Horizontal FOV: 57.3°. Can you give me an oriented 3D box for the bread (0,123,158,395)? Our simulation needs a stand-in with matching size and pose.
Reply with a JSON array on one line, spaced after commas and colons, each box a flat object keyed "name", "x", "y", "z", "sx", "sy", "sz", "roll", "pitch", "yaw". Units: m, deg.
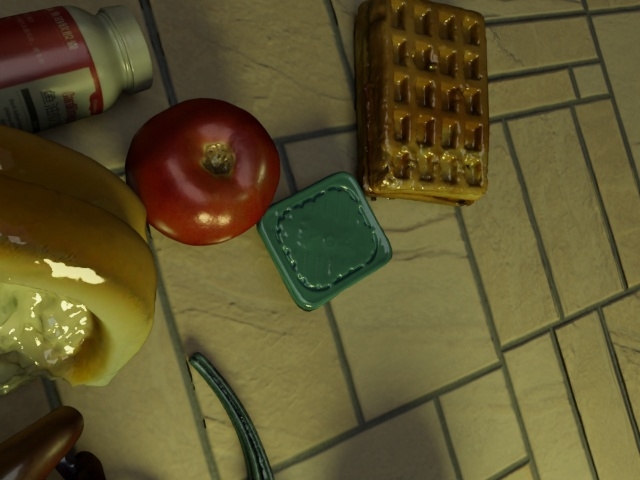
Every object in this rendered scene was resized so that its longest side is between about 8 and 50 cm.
[{"name": "bread", "x": -0.384, "y": 0.033, "z": 0.586, "sx": 0.424, "sy": 0.245, "sz": 0.328, "roll": 1, "pitch": 124, "yaw": -17}]

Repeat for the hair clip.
[{"name": "hair clip", "x": -0.105, "y": 0.273, "z": 0.780, "sx": 0.083, "sy": 0.048, "sz": 0.275, "roll": -20, "pitch": 86, "yaw": -25}]

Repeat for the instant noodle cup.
[{"name": "instant noodle cup", "x": 0.000, "y": 0.000, "z": 0.851, "sx": 0.179, "sy": 0.070, "sz": 0.157, "roll": -29, "pitch": 94, "yaw": -26}]

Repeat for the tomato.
[{"name": "tomato", "x": -0.151, "y": -0.086, "z": 0.753, "sx": 0.195, "sy": 0.136, "sz": 0.195, "roll": 5, "pitch": 77, "yaw": -23}]

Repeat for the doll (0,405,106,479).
[{"name": "doll", "x": -0.276, "y": 0.344, "z": 0.580, "sx": 0.339, "sy": 0.209, "sz": 0.318, "roll": 50, "pitch": 44, "yaw": -8}]

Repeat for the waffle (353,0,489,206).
[{"name": "waffle", "x": 0.166, "y": -0.223, "z": 0.951, "sx": 0.224, "sy": 0.098, "sz": 0.327, "roll": 4, "pitch": 80, "yaw": -23}]

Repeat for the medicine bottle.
[{"name": "medicine bottle", "x": -0.336, "y": -0.196, "z": 0.686, "sx": 0.250, "sy": 0.131, "sz": 0.131, "roll": -25, "pitch": 93, "yaw": -26}]
